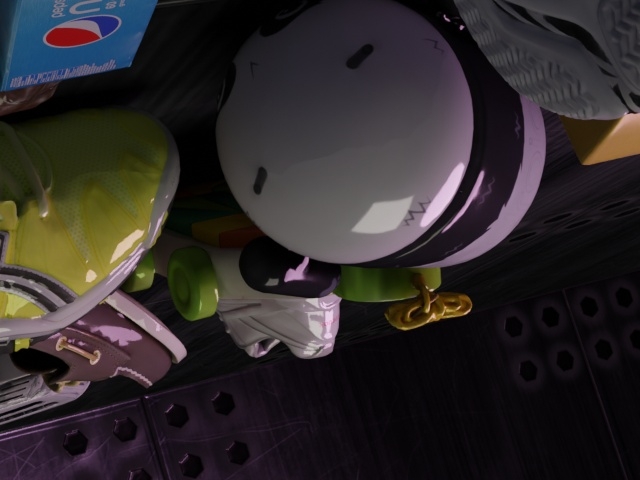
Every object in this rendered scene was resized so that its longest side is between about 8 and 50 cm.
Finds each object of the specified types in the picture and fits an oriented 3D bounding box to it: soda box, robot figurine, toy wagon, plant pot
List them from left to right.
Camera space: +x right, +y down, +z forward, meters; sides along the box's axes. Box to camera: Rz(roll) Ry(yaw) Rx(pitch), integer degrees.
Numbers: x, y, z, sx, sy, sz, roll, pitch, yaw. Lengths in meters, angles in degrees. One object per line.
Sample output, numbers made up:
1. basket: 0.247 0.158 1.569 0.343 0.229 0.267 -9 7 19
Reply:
1. soda box: -0.105 -0.134 0.652 0.067 0.071 0.210 -13 170 -19
2. toy wagon: 0.000 0.000 1.233 0.267 0.068 0.344 -13 -165 -27
3. robot figurine: 0.044 -0.068 1.013 0.174 0.209 0.278 -3 178 24
4. plant pot: 0.263 -0.126 1.353 0.082 0.081 0.083 -12 159 -26

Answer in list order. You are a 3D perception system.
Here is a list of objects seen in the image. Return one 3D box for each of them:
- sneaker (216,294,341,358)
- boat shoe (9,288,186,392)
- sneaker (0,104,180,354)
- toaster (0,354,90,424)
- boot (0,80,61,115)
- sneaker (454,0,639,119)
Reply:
1. sneaker: -0.076 0.047 1.405 0.232 0.115 0.090 22 -149 40
2. boat shoe: -0.210 0.059 1.201 0.096 0.117 0.324 -59 152 -8
3. sneaker: -0.255 -0.005 0.944 0.385 0.145 0.147 -22 155 -25
4. toaster: -0.306 0.088 1.351 0.227 0.146 0.129 -18 170 5
5. boot: -0.176 -0.094 0.862 0.106 0.037 0.114 -27 -179 -36
6. sneaker: 0.209 -0.174 0.654 0.210 0.137 0.366 -29 178 -27
